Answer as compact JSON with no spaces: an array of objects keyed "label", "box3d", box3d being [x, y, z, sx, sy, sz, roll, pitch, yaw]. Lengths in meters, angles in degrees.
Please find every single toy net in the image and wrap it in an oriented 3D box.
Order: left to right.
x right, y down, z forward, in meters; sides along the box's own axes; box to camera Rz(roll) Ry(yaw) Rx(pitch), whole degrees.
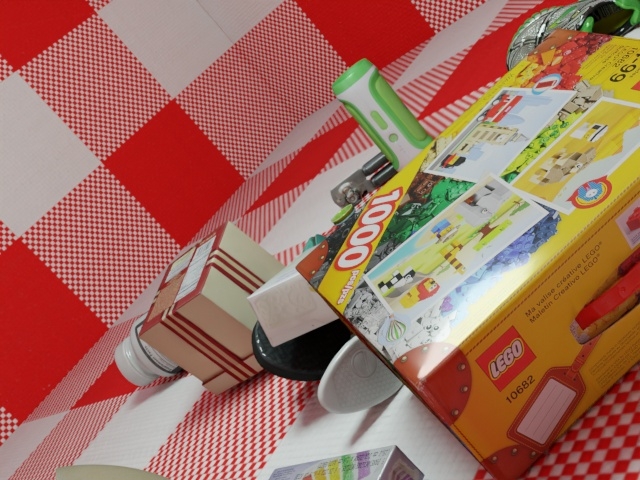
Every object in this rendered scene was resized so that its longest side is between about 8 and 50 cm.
[{"label":"toy net","box3d":[0.000,0.000,2.141,0.232,0.045,0.122,-44,15,-8]}]

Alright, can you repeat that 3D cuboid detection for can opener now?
[{"label":"can opener","box3d":[0.146,-0.189,2.260,0.283,0.076,0.095,-37,16,12]}]

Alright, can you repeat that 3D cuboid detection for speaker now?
[{"label":"speaker","box3d":[0.161,-0.300,2.094,0.131,0.296,0.131,-38,15,12]}]

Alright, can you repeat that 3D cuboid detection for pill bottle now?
[{"label":"pill bottle","box3d":[-0.366,0.233,2.141,0.318,0.176,0.176,-36,15,19]}]

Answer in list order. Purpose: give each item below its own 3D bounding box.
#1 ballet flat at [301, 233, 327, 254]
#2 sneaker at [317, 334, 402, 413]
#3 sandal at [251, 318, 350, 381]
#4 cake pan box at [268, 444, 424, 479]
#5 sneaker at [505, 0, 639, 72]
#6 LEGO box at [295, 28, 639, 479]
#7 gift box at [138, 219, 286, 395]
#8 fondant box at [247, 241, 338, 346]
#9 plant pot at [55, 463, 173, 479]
[{"label":"ballet flat","box3d":[-0.004,0.061,1.940,0.087,0.083,0.247,-63,9,14]},{"label":"sneaker","box3d":[0.081,0.168,1.336,0.296,0.104,0.147,-43,11,-30]},{"label":"sandal","box3d":[-0.028,0.168,1.571,0.107,0.167,0.446,-63,-1,20]},{"label":"cake pan box","box3d":[-0.017,0.376,1.031,0.267,0.070,0.246,-25,24,47]},{"label":"sneaker","box3d":[0.558,-0.464,1.880,0.343,0.134,0.146,-31,18,35]},{"label":"LEGO box","box3d":[0.263,-0.013,1.043,0.500,0.193,0.372,-43,28,-5]},{"label":"gift box","box3d":[-0.178,0.133,1.770,0.255,0.258,0.276,-31,28,39]},{"label":"fondant box","box3d":[0.047,0.047,1.444,0.238,0.096,0.330,-26,6,20]},{"label":"plant pot","box3d":[-0.239,0.431,1.139,0.191,0.284,0.284,-7,6,-16]}]
